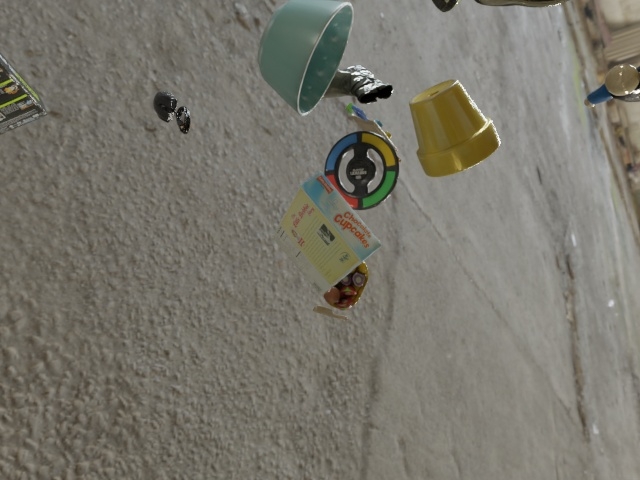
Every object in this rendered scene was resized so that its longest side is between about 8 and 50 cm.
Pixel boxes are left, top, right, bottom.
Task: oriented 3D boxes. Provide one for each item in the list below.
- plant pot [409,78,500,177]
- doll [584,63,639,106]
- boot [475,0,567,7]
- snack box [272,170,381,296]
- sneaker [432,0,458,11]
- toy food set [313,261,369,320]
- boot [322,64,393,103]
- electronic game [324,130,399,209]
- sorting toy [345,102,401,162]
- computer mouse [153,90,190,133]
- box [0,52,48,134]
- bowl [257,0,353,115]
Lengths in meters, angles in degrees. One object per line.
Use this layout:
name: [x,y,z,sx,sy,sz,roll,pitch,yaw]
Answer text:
plant pot: [0.401,-0.363,1.751,0.239,0.254,0.254,61,36,-18]
doll: [0.414,-0.205,0.731,0.189,0.129,0.046,-17,94,-48]
boot: [0.462,-0.608,1.210,0.178,0.237,0.085,83,8,-52]
snack box: [0.000,0.000,1.185,0.060,0.322,0.187,-38,85,-22]
sneaker: [0.470,-0.870,1.664,0.182,0.410,0.158,-23,68,-29]
toy food set: [0.067,0.148,1.731,0.071,0.128,0.217,1,112,-83]
boot: [0.082,-0.454,1.661,0.247,0.161,0.083,-21,134,-21]
electronic game: [0.116,-0.202,1.611,0.048,0.229,0.229,-2,81,-65]
sorting toy: [0.235,-0.461,2.343,0.047,0.196,0.348,-49,126,-2]
computer mouse: [-0.369,-0.315,1.364,0.041,0.242,0.071,10,109,-35]
box: [-0.616,-0.244,0.981,0.045,0.191,0.184,62,-7,17]
bowl: [-0.054,-0.506,1.472,0.163,0.311,0.311,28,40,6]
